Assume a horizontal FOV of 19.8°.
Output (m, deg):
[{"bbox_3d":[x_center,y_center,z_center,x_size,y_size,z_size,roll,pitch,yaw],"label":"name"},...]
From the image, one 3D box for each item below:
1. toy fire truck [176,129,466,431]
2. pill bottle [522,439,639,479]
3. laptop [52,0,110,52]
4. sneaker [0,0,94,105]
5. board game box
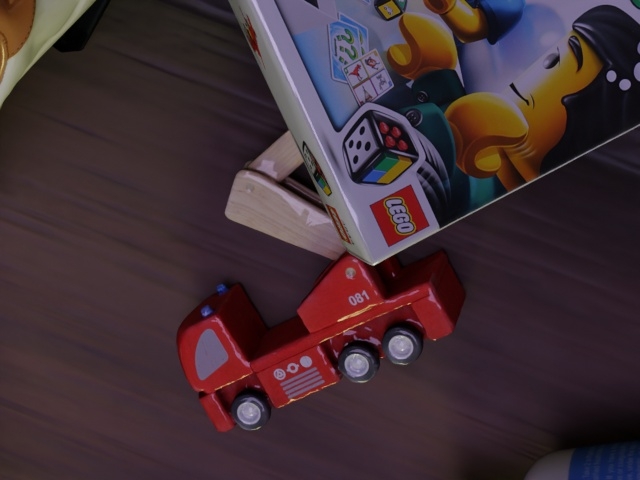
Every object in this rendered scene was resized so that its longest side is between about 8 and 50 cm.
[{"bbox_3d":[0.000,0.000,0.876,0.192,0.047,0.135,-25,103,21],"label":"toy fire truck"},{"bbox_3d":[0.162,0.153,0.856,0.221,0.124,0.124,-8,109,16],"label":"pill bottle"},{"bbox_3d":[-0.127,-0.260,0.824,0.234,0.136,0.264,37,88,-4],"label":"laptop"},{"bbox_3d":[-0.208,-0.052,0.844,0.106,0.123,0.290,39,129,-2],"label":"sneaker"},{"bbox_3d":[0.037,-0.168,0.757,0.193,0.053,0.305,-28,105,-9],"label":"board game box"}]
